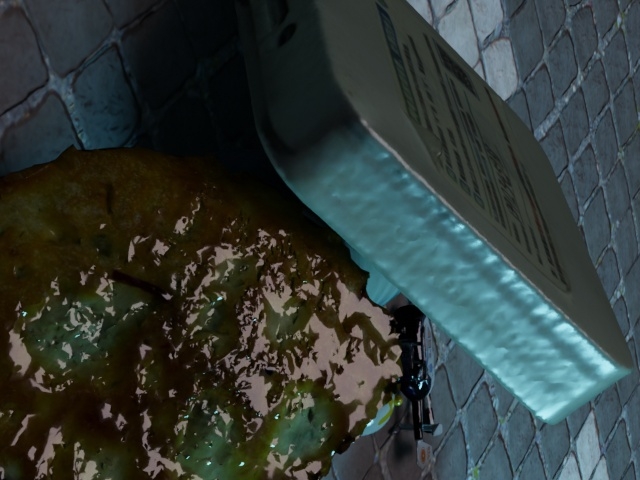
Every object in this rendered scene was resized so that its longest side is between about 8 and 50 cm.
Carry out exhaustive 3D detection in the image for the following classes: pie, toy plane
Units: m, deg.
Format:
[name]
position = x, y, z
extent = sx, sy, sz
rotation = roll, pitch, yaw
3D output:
[pie]
position = -0.115, 0.078, 1.186
extent = 0.354, 0.103, 0.288
rotation = 26, 79, -19
[toy plane]
position = 0.103, 0.146, 1.717
extent = 0.078, 0.053, 0.197
rotation = -14, 100, -67

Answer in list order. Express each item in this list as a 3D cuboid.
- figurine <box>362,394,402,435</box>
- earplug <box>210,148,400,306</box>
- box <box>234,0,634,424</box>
[figurine]
position = 0.026, 0.152, 1.568
extent = 0.101, 0.068, 0.143
rotation = -69, 152, -16
[earplug]
position = 0.000, 0.000, 1.445
extent = 0.324, 0.185, 0.185
rotation = -16, 106, -65
[box]
position = 0.083, -0.077, 1.366
extent = 0.396, 0.111, 0.396
rotation = 42, 20, -29
